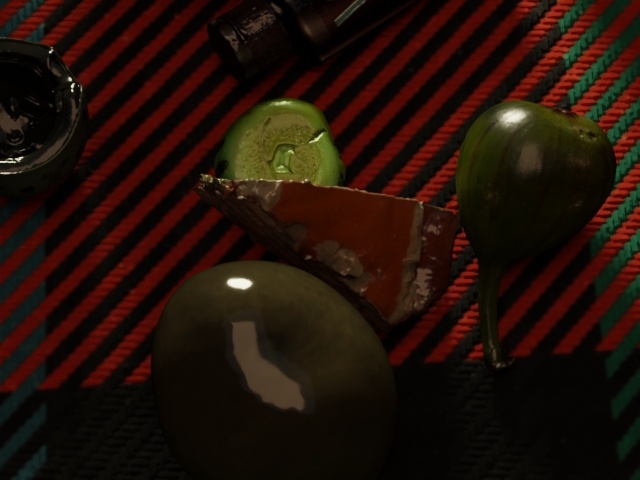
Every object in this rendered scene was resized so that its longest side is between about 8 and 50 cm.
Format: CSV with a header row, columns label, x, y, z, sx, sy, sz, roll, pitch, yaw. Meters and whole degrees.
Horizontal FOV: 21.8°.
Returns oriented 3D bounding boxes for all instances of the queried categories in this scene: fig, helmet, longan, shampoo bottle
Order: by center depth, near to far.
label,x,y,z,sx,sy,sz,roll,pitch,yaw
longan,-0.042,0.130,1.477,0.248,0.248,0.248,0,69,1
fig,0.184,-0.009,1.617,0.151,0.151,0.259,22,98,9
helmet,-0.303,-0.111,1.657,0.153,0.107,0.177,-38,54,-10
shampoo bottle,0.035,-0.277,1.716,0.323,0.084,0.129,-32,103,-12

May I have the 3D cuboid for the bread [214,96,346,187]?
label,x,y,z,sx,sy,sz,roll,pitch,yaw
bread,-0.038,-0.071,1.650,0.130,0.071,0.139,-36,75,-15

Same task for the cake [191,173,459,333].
label,x,y,z,sx,sy,sz,roll,pitch,yaw
cake,0.003,0.001,1.562,0.287,0.098,0.135,18,93,-27
